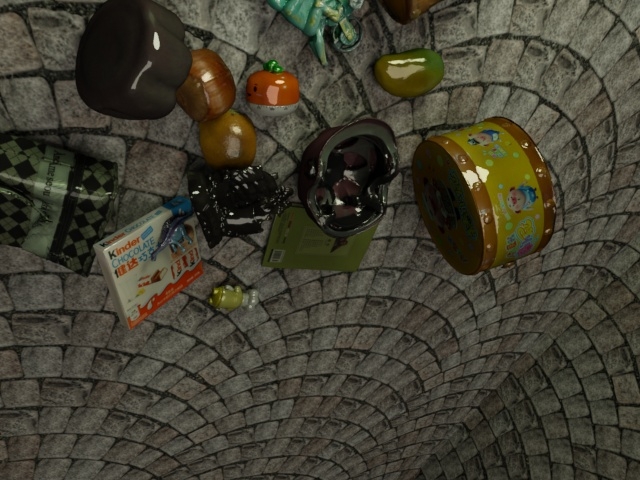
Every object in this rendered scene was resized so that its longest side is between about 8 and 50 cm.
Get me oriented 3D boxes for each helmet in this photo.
[{"bbox_3d":[0.057,-0.183,1.237,0.271,0.197,0.337,-12,122,-26],"label":"helmet"}]

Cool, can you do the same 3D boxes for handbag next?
[{"bbox_3d":[-0.702,-0.080,1.015,0.417,0.180,0.316,13,131,-32],"label":"handbag"}]

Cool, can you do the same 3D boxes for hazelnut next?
[{"bbox_3d":[-0.257,-0.347,1.022,0.151,0.150,0.150,-12,128,-15],"label":"hazelnut"}]

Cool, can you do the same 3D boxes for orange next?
[{"bbox_3d":[-0.223,-0.237,1.140,0.160,0.112,0.170,-48,140,14],"label":"orange"}]

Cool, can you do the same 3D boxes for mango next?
[{"bbox_3d":[0.231,-0.437,1.201,0.191,0.085,0.122,-9,138,-5],"label":"mango"}]

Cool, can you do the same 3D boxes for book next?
[{"bbox_3d":[0.000,0.000,1.455,0.353,0.035,0.239,4,124,-26],"label":"book"}]

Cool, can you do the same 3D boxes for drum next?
[{"bbox_3d":[0.446,-0.120,1.306,0.214,0.431,0.430,-18,130,-6],"label":"drum"}]

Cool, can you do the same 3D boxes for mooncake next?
[{"bbox_3d":[-0.370,-0.353,0.906,0.133,0.245,0.244,7,124,-53],"label":"mooncake"}]

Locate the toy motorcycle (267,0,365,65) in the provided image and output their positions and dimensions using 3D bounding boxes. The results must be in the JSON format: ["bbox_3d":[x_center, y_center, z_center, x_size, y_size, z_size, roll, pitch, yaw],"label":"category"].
[{"bbox_3d":[-0.010,-0.534,1.006,0.199,0.109,0.296,-30,129,3],"label":"toy motorcycle"}]

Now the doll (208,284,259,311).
[{"bbox_3d":[-0.271,0.185,1.459,0.163,0.062,0.106,12,123,-30],"label":"doll"}]

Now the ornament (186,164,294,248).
[{"bbox_3d":[-0.192,-0.106,1.182,0.261,0.106,0.251,-18,144,-8],"label":"ornament"}]

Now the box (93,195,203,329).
[{"bbox_3d":[-0.433,0.055,1.201,0.273,0.048,0.264,-43,144,-42],"label":"box"}]

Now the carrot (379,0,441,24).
[{"bbox_3d":[0.277,-0.639,0.973,0.341,0.224,0.224,-32,131,6],"label":"carrot"}]

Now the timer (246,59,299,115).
[{"bbox_3d":[-0.112,-0.364,1.091,0.136,0.099,0.136,-21,137,-21],"label":"timer"}]

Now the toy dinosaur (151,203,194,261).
[{"bbox_3d":[-0.367,-0.017,1.167,0.045,0.197,0.080,2,140,31],"label":"toy dinosaur"}]
